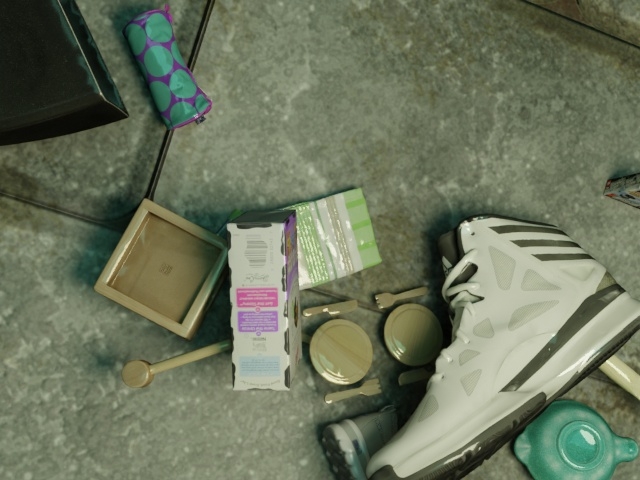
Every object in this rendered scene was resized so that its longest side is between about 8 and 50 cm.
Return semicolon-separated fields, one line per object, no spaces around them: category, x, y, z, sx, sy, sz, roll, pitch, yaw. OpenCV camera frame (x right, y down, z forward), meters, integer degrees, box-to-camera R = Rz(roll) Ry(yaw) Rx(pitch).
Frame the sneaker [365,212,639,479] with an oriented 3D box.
sneaker;0.188;0.133;1.176;0.447;0.169;0.257;-32;68;-21

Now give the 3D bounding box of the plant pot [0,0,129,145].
plant pot;-0.353;-0.207;1.065;0.166;0.188;0.188;-25;93;-2

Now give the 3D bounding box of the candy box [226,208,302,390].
candy box;-0.065;0.067;1.097;0.070;0.165;0.196;-1;97;4

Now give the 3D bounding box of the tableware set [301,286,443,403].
tableware set;0.073;0.141;1.214;0.194;0.039;0.128;-10;77;-20

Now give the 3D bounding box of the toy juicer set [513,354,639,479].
toy juicer set;0.332;0.255;1.256;0.328;0.089;0.209;-26;75;-11

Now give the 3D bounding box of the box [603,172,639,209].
box;0.496;-0.060;1.306;0.137;0.094;0.027;20;82;-13

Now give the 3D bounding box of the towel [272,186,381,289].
towel;0.000;0.000;1.210;0.152;0.023;0.113;-17;96;-20

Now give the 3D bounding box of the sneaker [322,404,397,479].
sneaker;0.111;0.349;1.175;0.115;0.105;0.281;-25;95;-21

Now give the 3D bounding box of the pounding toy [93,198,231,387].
pounding toy;-0.183;0.086;1.112;0.181;0.094;0.206;27;80;2

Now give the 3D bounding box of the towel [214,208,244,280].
towel;-0.114;0.006;1.189;0.060;0.009;0.083;38;77;-8

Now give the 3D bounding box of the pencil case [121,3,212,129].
pencil case;-0.195;-0.219;1.156;0.070;0.064;0.152;-26;93;1
